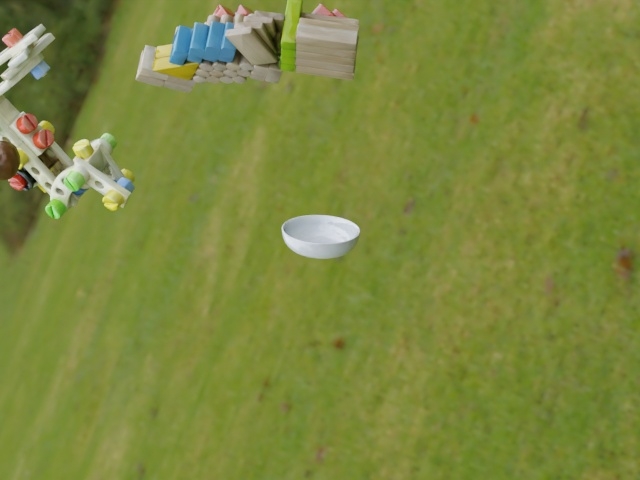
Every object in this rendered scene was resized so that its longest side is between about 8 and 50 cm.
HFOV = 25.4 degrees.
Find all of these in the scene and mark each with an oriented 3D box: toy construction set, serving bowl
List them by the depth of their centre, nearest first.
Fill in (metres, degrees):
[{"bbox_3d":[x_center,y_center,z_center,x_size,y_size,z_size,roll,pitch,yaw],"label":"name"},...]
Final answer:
[{"bbox_3d":[0.000,0.000,1.501,0.083,0.083,0.027,-115,26,-66],"label":"serving bowl"},{"bbox_3d":[-0.444,-0.175,2.277,0.215,0.327,0.151,-17,16,47],"label":"toy construction set"}]

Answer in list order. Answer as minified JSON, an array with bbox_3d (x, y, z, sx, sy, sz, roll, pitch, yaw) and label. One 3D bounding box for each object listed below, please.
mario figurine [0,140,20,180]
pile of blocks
[{"bbox_3d":[-0.485,-0.083,1.686,0.320,0.198,0.170,-41,-23,-51],"label":"mario figurine"},{"bbox_3d":[-0.105,-0.299,2.006,0.362,0.149,0.112,-2,66,23],"label":"pile of blocks"}]
